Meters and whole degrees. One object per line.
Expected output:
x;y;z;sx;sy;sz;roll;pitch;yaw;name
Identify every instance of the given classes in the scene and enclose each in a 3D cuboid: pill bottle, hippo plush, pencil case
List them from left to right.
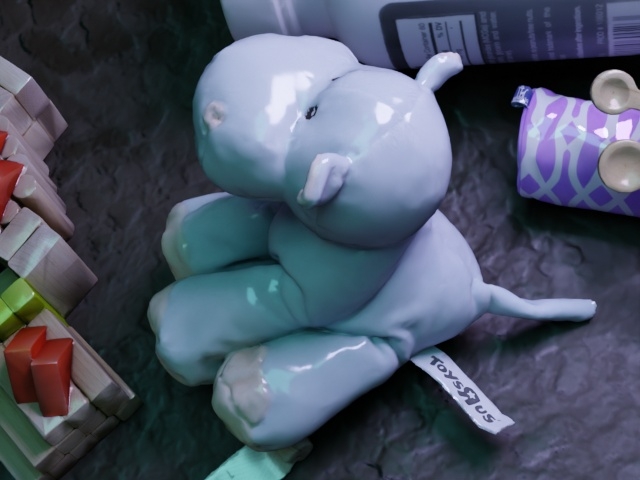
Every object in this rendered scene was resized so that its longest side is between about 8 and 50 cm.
0.000;0.000;0.925;0.294;0.236;0.234;30;65;24;hippo plush
0.114;-0.234;1.038;0.363;0.210;0.210;-2;66;12;pill bottle
0.238;-0.059;1.006;0.206;0.086;0.088;11;43;16;pencil case

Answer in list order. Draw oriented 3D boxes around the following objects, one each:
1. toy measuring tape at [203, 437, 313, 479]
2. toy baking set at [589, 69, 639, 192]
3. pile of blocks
-0.153;0.214;0.949;0.330;0.121;0.121;-37;63;-5;toy measuring tape
0.292;-0.090;0.916;0.196;0.030;0.256;38;96;-5;toy baking set
-0.252;0.006;1.067;0.149;0.113;0.362;-21;63;3;pile of blocks
